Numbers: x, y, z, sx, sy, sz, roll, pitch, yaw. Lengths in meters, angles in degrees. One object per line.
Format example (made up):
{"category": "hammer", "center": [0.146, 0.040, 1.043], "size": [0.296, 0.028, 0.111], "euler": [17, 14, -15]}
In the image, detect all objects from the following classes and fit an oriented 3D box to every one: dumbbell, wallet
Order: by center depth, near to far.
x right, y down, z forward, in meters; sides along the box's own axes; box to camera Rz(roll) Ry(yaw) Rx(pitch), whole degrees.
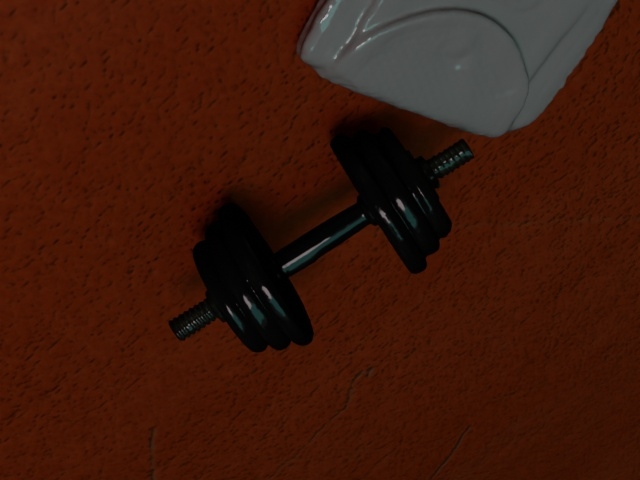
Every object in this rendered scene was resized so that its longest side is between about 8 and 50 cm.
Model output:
{"category": "wallet", "center": [0.083, -0.123, 0.657], "size": [0.182, 0.032, 0.124], "euler": [14, 122, -34]}
{"category": "dumbbell", "center": [0.000, 0.000, 0.687], "size": [0.208, 0.099, 0.099], "euler": [-32, 137, 4]}
